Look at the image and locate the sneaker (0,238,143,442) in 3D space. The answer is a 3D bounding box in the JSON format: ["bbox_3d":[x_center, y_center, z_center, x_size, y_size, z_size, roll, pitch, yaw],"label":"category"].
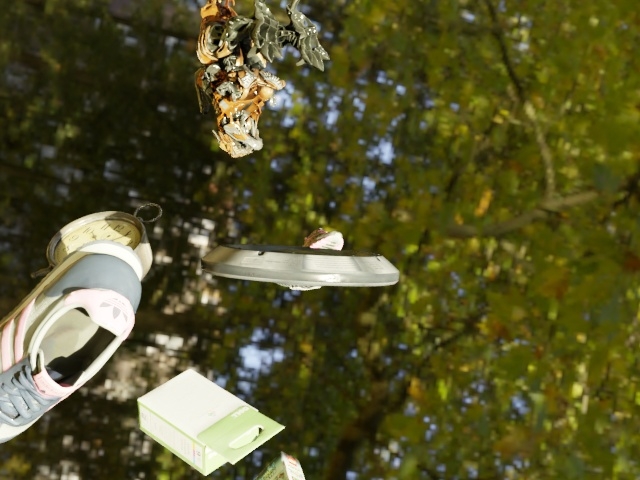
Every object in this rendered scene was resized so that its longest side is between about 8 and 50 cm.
[{"bbox_3d":[-0.314,0.140,1.247,0.319,0.112,0.131,-49,-154,23],"label":"sneaker"}]

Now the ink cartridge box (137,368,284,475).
[{"bbox_3d":[-0.163,0.278,1.669,0.209,0.109,0.062,25,-53,36],"label":"ink cartridge box"}]

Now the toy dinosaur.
[{"bbox_3d":[-0.133,-0.305,1.808,0.218,0.164,0.322,-12,-74,38],"label":"toy dinosaur"}]

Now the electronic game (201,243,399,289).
[{"bbox_3d":[-0.023,0.033,1.302,0.229,0.229,0.048,-172,-94,-68],"label":"electronic game"}]

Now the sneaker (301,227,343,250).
[{"bbox_3d":[0.000,0.000,1.889,0.119,0.047,0.057,-31,-138,54],"label":"sneaker"}]

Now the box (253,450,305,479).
[{"bbox_3d":[-0.098,0.410,1.602,0.207,0.036,0.114,-48,-151,15],"label":"box"}]

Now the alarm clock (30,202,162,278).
[{"bbox_3d":[-0.274,0.011,1.478,0.129,0.192,0.064,17,-42,31],"label":"alarm clock"}]
